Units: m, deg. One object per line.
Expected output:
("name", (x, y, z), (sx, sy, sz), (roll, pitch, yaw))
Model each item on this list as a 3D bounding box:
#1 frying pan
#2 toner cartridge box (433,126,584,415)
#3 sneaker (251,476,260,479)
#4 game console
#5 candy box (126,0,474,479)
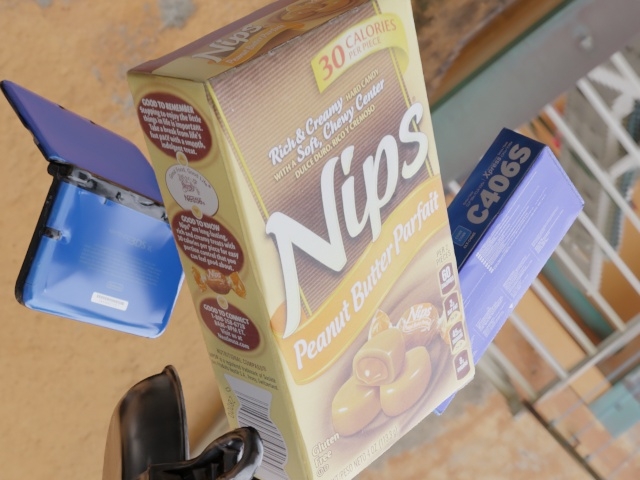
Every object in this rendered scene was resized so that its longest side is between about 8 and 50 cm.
("frying pan", (-0.099, 0.183, 0.710), (0.326, 0.053, 0.197), (-173, -94, -75))
("toner cartridge box", (0.195, 0.042, 1.498), (0.075, 0.165, 0.348), (30, -98, 41))
("sneaker", (-0.064, 0.294, 1.589), (0.051, 0.089, 0.170), (-11, -101, 41))
("game console", (-0.301, -0.032, 1.481), (0.173, 0.293, 0.250), (17, -94, 30))
("candy box", (0.000, 0.000, 0.801), (0.087, 0.317, 0.183), (15, -142, 43))
